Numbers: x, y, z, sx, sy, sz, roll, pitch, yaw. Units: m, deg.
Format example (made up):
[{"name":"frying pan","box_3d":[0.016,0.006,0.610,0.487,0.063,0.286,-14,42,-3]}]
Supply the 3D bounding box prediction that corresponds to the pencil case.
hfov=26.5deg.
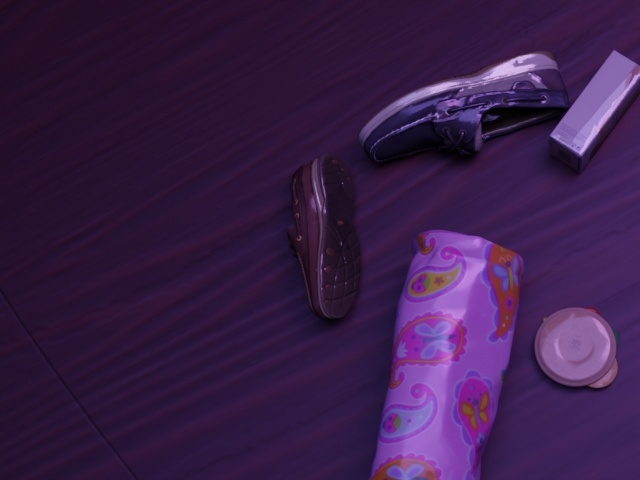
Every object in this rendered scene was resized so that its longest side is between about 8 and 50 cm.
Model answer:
[{"name":"pencil case","box_3d":[0.119,0.135,1.321,0.124,0.124,0.284,9,76,13]}]

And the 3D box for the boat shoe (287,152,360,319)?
[{"name":"boat shoe","box_3d":[0.000,0.000,1.417,0.060,0.064,0.178,-18,66,37]}]

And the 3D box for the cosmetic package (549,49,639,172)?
[{"name":"cosmetic package","box_3d":[0.284,-0.132,1.398,0.041,0.060,0.115,36,84,17]}]

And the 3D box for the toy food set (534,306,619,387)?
[{"name":"toy food set","box_3d":[0.255,0.105,1.353,0.083,0.020,0.082,1,74,11]}]

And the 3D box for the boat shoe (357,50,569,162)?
[{"name":"boat shoe","box_3d":[0.151,-0.126,1.411,0.224,0.080,0.073,-22,66,-1]}]
